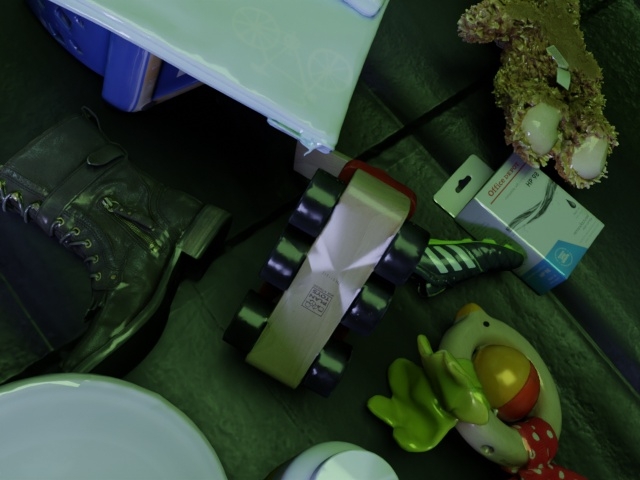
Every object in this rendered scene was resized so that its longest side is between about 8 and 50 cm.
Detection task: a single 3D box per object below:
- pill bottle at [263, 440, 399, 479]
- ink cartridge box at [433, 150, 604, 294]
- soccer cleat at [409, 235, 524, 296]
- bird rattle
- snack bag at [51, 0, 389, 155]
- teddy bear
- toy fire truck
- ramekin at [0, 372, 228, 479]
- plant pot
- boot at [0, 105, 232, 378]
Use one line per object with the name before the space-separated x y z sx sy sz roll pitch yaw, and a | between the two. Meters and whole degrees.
pill bottle | 0.005 0.232 0.645 0.103 0.184 0.103 6 65 -14
ink cartridge box | 0.241 -0.034 0.907 0.180 0.060 0.104 42 62 5
soccer cleat | 0.148 0.031 0.857 0.179 0.060 0.072 5 75 -8
bird rattle | 0.193 0.172 0.768 0.253 0.143 0.207 34 45 -3
snack bag | -0.072 -0.293 0.710 0.323 0.037 0.342 27 68 -16
teddy bear | 0.282 -0.217 0.965 0.245 0.113 0.338 0 65 -32
toy fire truck | 0.000 0.000 0.769 0.158 0.217 0.246 29 23 -2
ramekin | -0.210 0.235 0.574 0.273 0.127 0.273 2 86 -26
plant pot | -0.174 -0.288 0.808 0.236 0.236 0.212 -30 85 -27
boot | -0.240 0.002 0.744 0.229 0.091 0.263 31 57 5
